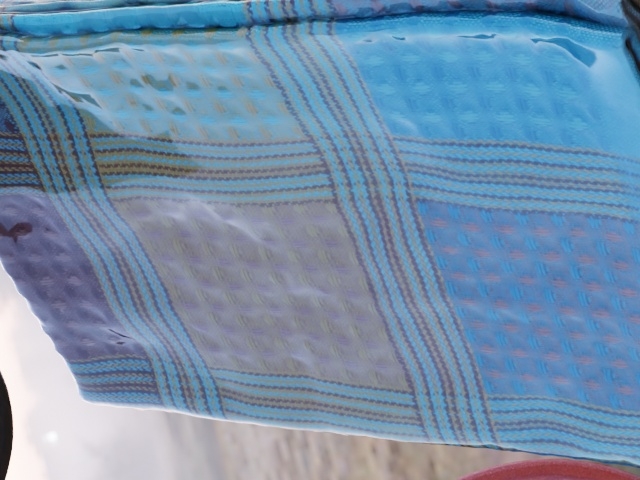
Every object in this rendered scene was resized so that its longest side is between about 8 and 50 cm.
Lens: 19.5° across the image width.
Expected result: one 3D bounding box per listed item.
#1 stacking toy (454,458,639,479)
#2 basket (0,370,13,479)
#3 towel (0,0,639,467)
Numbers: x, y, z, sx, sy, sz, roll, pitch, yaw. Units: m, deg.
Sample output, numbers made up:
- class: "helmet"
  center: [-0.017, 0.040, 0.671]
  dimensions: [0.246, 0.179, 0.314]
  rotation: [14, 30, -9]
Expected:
- class: "stacking toy"
  center: [0.200, 0.164, 1.075]
  dimensions: [0.309, 0.279, 0.130]
  rotation: [-61, -13, -23]
- class: "basket"
  center: [-0.247, 0.064, 0.818]
  dimensions: [0.227, 0.154, 0.204]
  rotation: [18, 158, 46]
- class: "towel"
  center: [0.000, 0.000, 0.800]
  dimensions: [0.040, 0.370, 0.271]
  rotation: [-62, -39, -37]
